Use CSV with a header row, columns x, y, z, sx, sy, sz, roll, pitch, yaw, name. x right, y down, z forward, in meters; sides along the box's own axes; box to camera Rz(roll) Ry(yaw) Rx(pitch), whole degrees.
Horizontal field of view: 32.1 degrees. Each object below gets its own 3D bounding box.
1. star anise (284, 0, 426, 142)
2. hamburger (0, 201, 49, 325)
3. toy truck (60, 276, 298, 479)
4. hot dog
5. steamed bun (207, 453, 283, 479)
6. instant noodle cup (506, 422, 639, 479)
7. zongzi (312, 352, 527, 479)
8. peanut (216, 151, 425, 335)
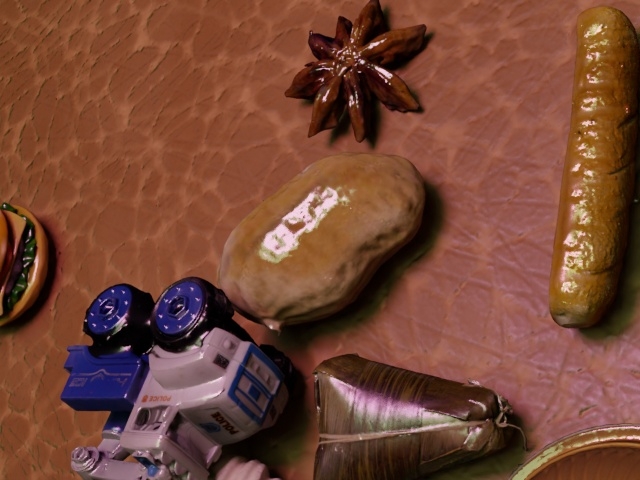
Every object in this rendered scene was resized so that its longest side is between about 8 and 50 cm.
x,y,z,sx,sy,sz,roll,pitch,yaw,name
0.036,-0.174,1.133,0.168,0.057,0.168,-13,66,32,star anise
-0.402,0.024,1.325,0.162,0.115,0.162,-13,66,32,hamburger
-0.143,0.146,1.042,0.213,0.161,0.177,-5,49,37,toy truck
0.234,-0.066,0.943,0.061,0.088,0.286,0,76,29,hot dog
-0.097,0.288,1.026,0.182,0.106,0.183,-12,68,32,steamed bun
0.213,0.267,0.829,0.274,0.090,0.274,-12,68,31,instant noodle cup
0.076,0.203,0.963,0.187,0.084,0.184,9,92,32,zongzi
0.000,0.000,1.053,0.224,0.129,0.129,-43,54,14,peanut
